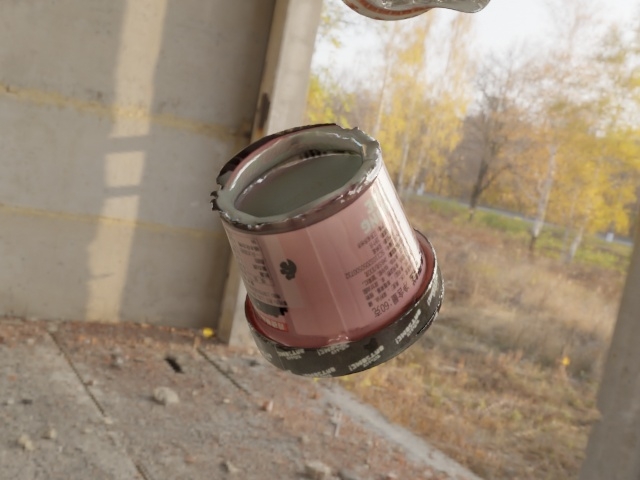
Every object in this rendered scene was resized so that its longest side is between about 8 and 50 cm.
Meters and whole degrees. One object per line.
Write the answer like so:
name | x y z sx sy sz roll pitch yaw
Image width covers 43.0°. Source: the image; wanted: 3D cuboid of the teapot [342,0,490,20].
teapot | 0.074 -0.319 0.895 0.245 0.116 0.159 0 -27 -20

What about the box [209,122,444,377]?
box | 0.000 0.000 0.584 0.151 0.135 0.151 -16 34 11
